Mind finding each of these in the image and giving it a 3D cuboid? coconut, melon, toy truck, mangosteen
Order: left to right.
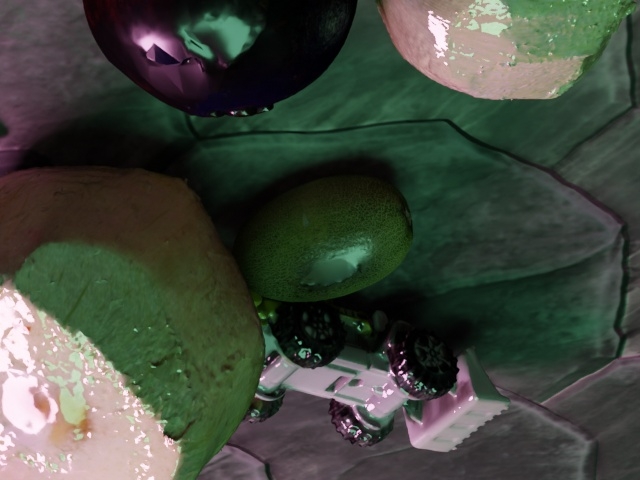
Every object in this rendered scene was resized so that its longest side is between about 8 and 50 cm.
[{"bbox_3d":[-0.190,0.080,1.532,0.297,0.254,0.297,6,121,10],"label":"coconut"},{"bbox_3d":[-0.072,-0.197,1.278,0.194,0.194,0.230,-6,106,4],"label":"mangosteen"},{"bbox_3d":[0.000,0.000,1.577,0.162,0.099,0.099,-17,139,21],"label":"melon"},{"bbox_3d":[0.027,0.106,1.699,0.286,0.111,0.136,19,139,-28],"label":"toy truck"},{"bbox_3d":[0.117,-0.186,1.291,0.194,0.194,0.194,-2,141,-2],"label":"coconut"}]
